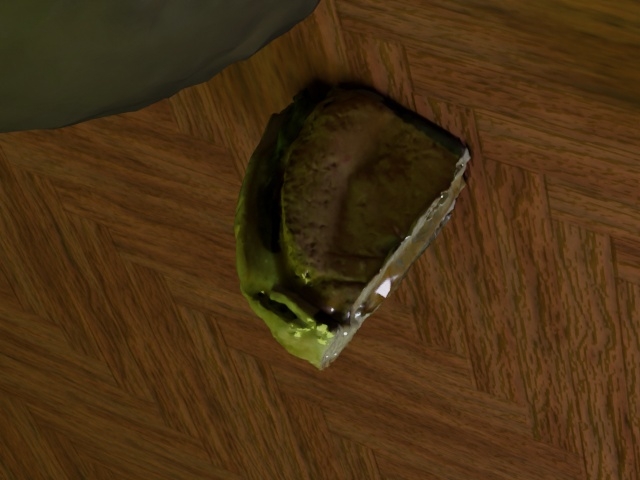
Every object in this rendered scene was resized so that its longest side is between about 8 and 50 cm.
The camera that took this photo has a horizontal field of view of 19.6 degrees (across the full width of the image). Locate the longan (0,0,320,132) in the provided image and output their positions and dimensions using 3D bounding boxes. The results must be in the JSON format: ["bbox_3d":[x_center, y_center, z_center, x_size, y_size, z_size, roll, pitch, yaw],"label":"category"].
[{"bbox_3d":[-0.172,-0.246,0.957,0.436,0.404,0.404,30,152,2],"label":"longan"}]

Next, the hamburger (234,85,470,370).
[{"bbox_3d":[0.000,0.000,1.370,0.155,0.208,0.135,26,149,5],"label":"hamburger"}]
